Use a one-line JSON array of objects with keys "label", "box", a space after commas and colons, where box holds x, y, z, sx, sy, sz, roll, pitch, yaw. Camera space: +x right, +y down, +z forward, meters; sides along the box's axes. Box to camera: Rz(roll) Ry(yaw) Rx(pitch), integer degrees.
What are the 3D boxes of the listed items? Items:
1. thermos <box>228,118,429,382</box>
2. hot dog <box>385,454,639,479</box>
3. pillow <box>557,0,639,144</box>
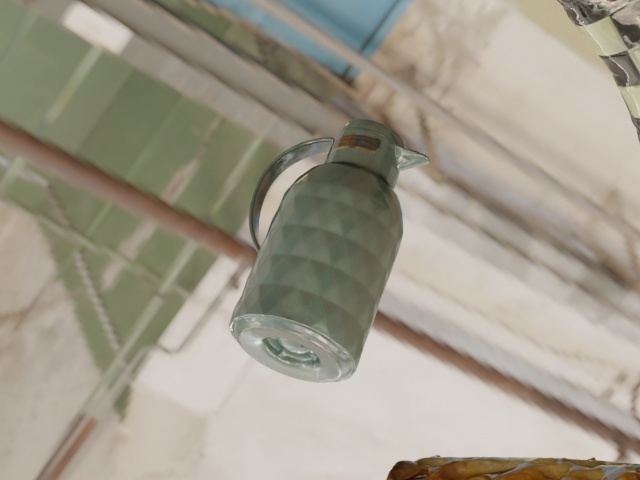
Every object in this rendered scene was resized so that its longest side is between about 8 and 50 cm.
[{"label": "thermos", "box": [0.000, 0.000, 1.807, 0.182, 0.287, 0.145, 9, 151, 22]}, {"label": "hot dog", "box": [0.208, 0.297, 1.255, 0.196, 0.365, 0.367, 63, -147, -26]}, {"label": "pillow", "box": [0.386, -0.236, 1.854, 0.250, 0.186, 0.106, 55, -174, -24]}]
